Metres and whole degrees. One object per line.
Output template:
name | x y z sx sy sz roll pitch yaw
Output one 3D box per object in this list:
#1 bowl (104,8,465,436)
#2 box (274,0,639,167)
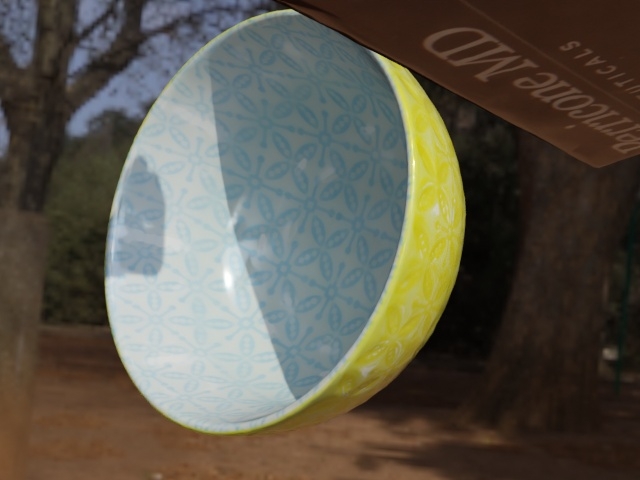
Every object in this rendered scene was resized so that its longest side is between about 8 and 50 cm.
bowl | 0.000 0.000 0.944 0.289 0.289 0.156 -2 -14 44
box | 0.182 -0.141 0.290 0.381 0.143 0.191 -14 -18 34
